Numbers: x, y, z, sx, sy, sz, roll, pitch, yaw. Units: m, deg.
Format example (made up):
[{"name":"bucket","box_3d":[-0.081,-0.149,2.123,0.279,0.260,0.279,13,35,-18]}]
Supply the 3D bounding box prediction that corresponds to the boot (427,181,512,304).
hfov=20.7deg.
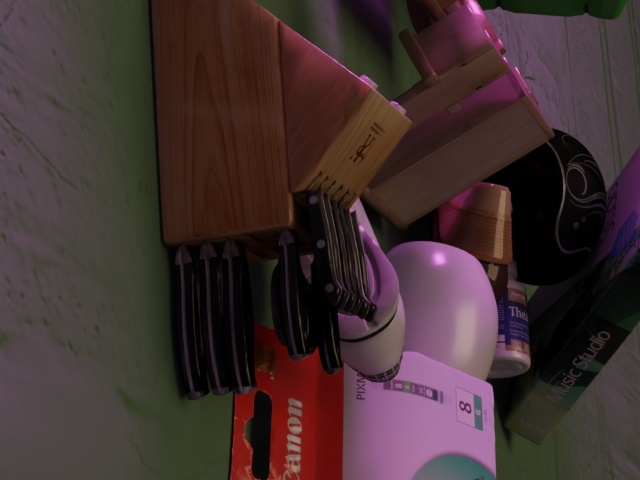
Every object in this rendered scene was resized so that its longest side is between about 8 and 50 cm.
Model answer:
[{"name":"boot","box_3d":[0.131,0.049,1.719,0.248,0.090,0.206,147,-45,-88]}]

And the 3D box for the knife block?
[{"name":"knife block","box_3d":[-0.066,-0.034,1.211,0.276,0.242,0.088,39,3,24]}]

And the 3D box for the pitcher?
[{"name":"pitcher","box_3d":[0.082,0.122,1.493,0.178,0.125,0.207,78,23,-63]}]

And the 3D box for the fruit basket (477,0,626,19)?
[{"name":"fruit basket","box_3d":[0.232,-0.464,1.830,0.392,0.283,0.392,5,90,-81]}]

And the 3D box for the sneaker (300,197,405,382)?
[{"name":"sneaker","box_3d":[0.000,0.000,1.306,0.095,0.090,0.235,63,6,-54]}]

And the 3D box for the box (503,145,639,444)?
[{"name":"box","box_3d":[0.312,0.044,1.945,0.322,0.058,0.232,-60,-174,35]}]

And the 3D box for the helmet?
[{"name":"helmet","box_3d":[0.235,-0.039,1.919,0.161,0.169,0.169,23,60,-61]}]

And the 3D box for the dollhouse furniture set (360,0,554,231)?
[{"name":"dollhouse furniture set","box_3d":[0.046,-0.213,1.627,0.355,0.174,0.303,63,10,25]}]

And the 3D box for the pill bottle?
[{"name":"pill bottle","box_3d":[0.187,0.080,1.859,0.067,0.067,0.120,45,40,-59]}]

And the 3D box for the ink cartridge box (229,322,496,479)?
[{"name":"ink cartridge box","box_3d":[0.037,0.160,1.284,0.225,0.056,0.181,26,52,-36]}]
